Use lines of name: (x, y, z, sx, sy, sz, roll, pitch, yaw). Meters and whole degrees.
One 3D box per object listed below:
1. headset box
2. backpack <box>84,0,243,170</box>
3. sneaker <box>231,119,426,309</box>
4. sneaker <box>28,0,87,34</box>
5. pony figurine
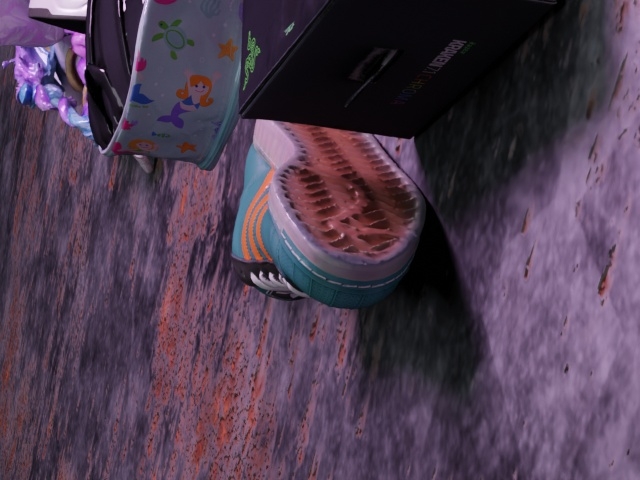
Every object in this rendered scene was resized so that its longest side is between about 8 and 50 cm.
headset box: (0.043, -0.222, 1.253, 0.246, 0.131, 0.283, 140, 134, -66)
backpack: (-0.101, -0.184, 1.590, 0.225, 0.191, 0.253, 126, 154, -61)
sneaker: (0.000, 0.000, 1.356, 0.302, 0.108, 0.121, -107, 28, -69)
sneaker: (-0.173, -0.292, 1.892, 0.295, 0.124, 0.178, 2, 81, 46)
pony figurine: (-0.278, -0.275, 2.141, 0.363, 0.303, 0.351, -123, 12, -59)
